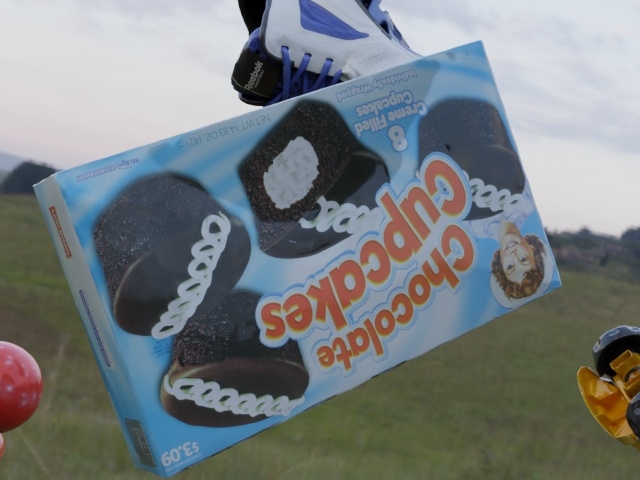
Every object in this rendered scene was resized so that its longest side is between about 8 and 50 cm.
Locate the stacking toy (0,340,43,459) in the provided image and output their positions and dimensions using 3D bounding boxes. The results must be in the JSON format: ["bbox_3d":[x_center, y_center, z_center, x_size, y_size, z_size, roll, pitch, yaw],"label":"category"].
[{"bbox_3d":[-0.384,0.241,1.038,0.141,0.330,0.141,36,5,-4],"label":"stacking toy"}]

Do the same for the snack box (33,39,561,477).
[{"bbox_3d":[0.000,0.000,0.698,0.322,0.187,0.060,-22,6,-28],"label":"snack box"}]

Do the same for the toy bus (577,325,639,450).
[{"bbox_3d":[0.461,0.180,1.292,0.211,0.220,0.149,40,17,-25],"label":"toy bus"}]

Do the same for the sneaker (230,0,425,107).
[{"bbox_3d":[0.014,-0.158,1.077,0.182,0.315,0.127,-27,-18,-31],"label":"sneaker"}]
